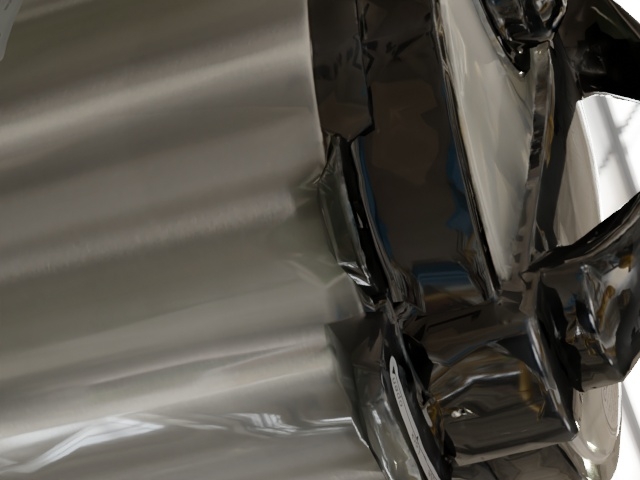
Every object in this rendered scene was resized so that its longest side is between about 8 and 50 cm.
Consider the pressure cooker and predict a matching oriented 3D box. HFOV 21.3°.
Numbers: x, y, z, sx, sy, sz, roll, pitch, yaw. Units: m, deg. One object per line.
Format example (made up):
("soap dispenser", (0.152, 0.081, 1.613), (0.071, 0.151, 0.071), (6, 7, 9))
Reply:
("pressure cooker", (-0.002, -0.004, 0.933), (0.420, 0.375, 0.370), (-15, -107, 17))
